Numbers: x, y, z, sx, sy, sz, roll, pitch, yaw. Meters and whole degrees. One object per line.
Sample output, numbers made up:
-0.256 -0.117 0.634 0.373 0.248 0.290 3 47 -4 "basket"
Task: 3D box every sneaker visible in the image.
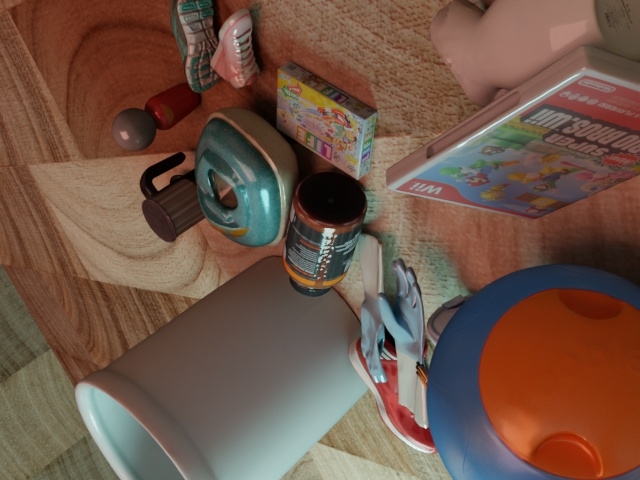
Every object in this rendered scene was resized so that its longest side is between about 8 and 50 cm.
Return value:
0.138 0.227 1.263 0.221 0.087 0.128 49 148 3 "sneaker"
-0.107 -0.259 1.140 0.070 0.051 0.134 48 150 5 "sneaker"
-0.185 -0.298 1.204 0.076 0.065 0.166 46 147 42 "sneaker"

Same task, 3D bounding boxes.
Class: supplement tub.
0.000 0.000 1.200 0.106 0.106 0.198 40 144 19 "supplement tub"

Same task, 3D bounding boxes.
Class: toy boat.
-0.172 -0.114 1.255 0.318 0.148 0.267 42 153 19 "toy boat"

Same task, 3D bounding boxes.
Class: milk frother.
-0.244 -0.063 1.414 0.129 0.135 0.143 44 146 15 "milk frother"

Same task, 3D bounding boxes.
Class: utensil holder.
-0.147 0.252 1.362 0.328 0.385 0.327 31 141 29 "utensil holder"

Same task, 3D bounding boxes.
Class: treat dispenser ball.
0.256 0.169 0.873 0.288 0.288 0.288 32 142 29 "treat dispenser ball"

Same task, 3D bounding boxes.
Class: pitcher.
0.215 -0.166 0.767 0.177 0.125 0.207 60 156 -14 "pitcher"

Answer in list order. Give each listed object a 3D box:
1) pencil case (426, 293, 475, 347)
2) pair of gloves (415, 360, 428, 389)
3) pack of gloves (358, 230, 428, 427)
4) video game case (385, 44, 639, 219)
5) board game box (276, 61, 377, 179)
0.230 0.203 1.101 0.124 0.113 0.273 17 134 59 "pencil case"
0.159 0.178 1.047 0.074 0.010 0.083 54 142 -2 "pair of gloves"
0.083 0.121 1.150 0.195 0.046 0.232 -148 51 -63 "pack of gloves"
0.223 -0.087 0.787 0.285 0.204 0.025 -30 55 57 "video game case"
0.005 -0.162 1.113 0.154 0.026 0.103 34 143 26 "board game box"
